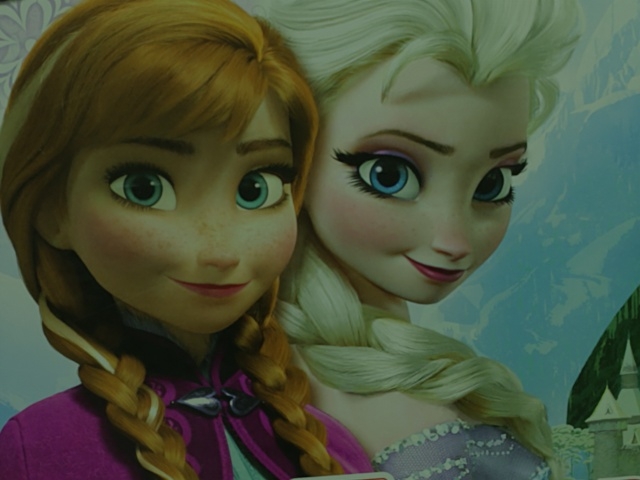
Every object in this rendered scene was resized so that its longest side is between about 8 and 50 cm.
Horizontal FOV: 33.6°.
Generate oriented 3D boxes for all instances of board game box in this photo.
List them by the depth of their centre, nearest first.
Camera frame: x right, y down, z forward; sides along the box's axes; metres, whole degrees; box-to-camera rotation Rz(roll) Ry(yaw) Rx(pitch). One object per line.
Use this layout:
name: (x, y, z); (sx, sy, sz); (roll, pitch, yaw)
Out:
board game box: (0.000, 0.000, 0.355); (0.319, 0.066, 0.317); (-6, 106, 4)
